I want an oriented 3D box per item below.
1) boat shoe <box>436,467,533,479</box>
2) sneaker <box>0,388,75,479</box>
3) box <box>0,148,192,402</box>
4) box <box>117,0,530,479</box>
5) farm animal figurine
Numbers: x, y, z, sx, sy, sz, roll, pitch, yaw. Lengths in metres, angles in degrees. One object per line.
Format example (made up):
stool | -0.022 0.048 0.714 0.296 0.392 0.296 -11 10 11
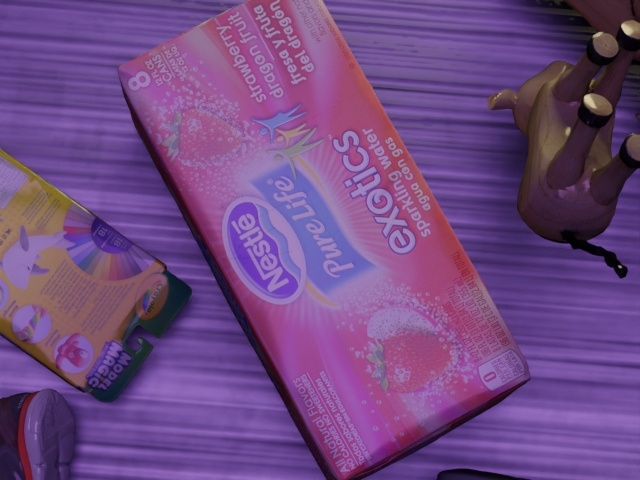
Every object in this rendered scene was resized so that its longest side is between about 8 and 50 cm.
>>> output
boat shoe | 0.222 0.230 1.184 0.320 0.118 0.103 14 86 5
sneaker | -0.203 0.177 1.220 0.065 0.061 0.158 -1 78 26
box | -0.185 0.024 1.245 0.179 0.043 0.105 35 81 7
box | 0.000 0.000 1.197 0.142 0.154 0.300 -28 83 -6
farm animal figurine | 0.221 -0.137 1.210 0.330 0.172 0.326 -18 66 -27
